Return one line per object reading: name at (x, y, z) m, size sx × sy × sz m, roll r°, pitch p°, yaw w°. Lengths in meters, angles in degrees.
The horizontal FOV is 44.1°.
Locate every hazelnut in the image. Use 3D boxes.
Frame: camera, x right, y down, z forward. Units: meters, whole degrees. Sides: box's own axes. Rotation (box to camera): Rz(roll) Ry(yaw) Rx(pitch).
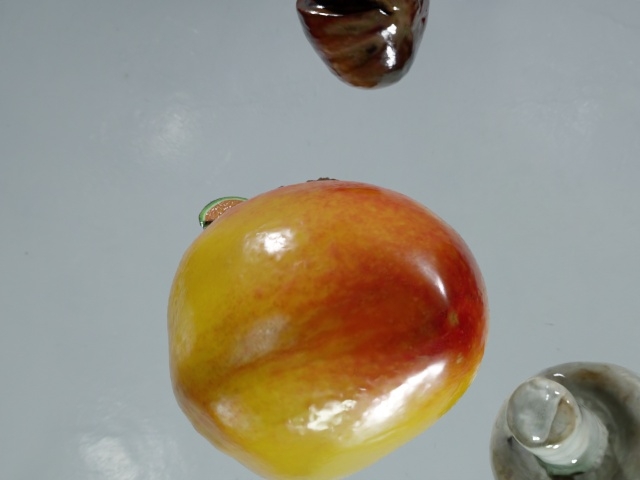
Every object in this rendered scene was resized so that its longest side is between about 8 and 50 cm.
hazelnut at (0.062, -0.292, 1.005) m, size 0.177 × 0.178 × 0.204 m, roll 3°, pitch 115°, yaw 3°

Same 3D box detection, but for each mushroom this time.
mushroom at (0.310, 0.253, 0.975) m, size 0.243 × 0.243 × 0.244 m, roll 0°, pitch 87°, yaw 3°

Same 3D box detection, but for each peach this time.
peach at (0.008, 0.071, 0.745) m, size 0.289 × 0.289 × 0.308 m, roll 40°, pitch 131°, yaw 4°

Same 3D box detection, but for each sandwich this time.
sandwich at (-0.169, -0.044, 1.372) m, size 0.069 × 0.101 × 0.026 m, roll 15°, pitch 130°, yaw 14°

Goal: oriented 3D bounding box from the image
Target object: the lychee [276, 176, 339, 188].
lychee at (0.000, 0.000, 1.255) m, size 0.200 × 0.200 × 0.238 m, roll -45°, pitch 120°, yaw 0°
